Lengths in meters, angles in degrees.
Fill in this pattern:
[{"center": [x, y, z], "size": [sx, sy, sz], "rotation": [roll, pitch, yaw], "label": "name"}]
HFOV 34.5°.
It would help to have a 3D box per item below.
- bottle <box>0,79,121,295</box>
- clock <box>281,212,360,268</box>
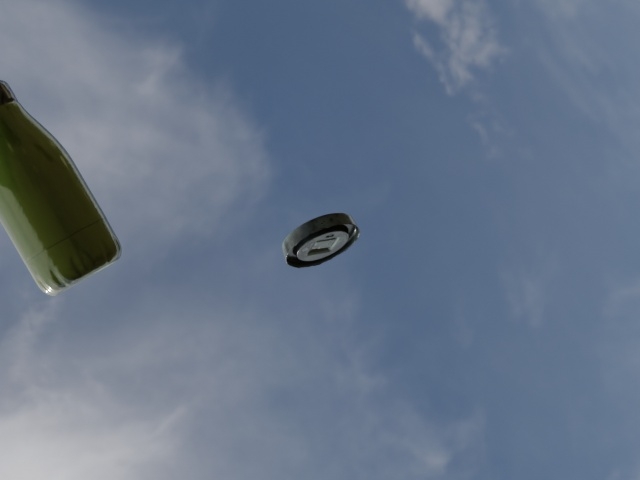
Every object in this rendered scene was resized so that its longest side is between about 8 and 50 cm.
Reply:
[{"center": [-0.348, -0.068, 1.246], "size": [0.112, 0.112, 0.260], "rotation": [-33, -86, -46], "label": "bottle"}, {"center": [0.000, 0.000, 1.066], "size": [0.085, 0.085, 0.017], "rotation": [3, -125, -47], "label": "clock"}]
